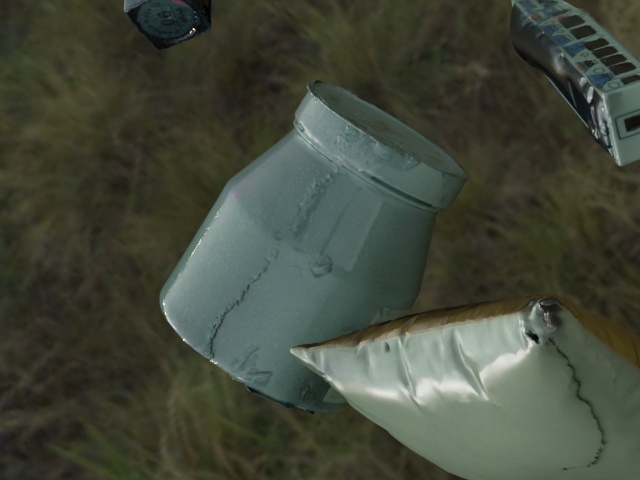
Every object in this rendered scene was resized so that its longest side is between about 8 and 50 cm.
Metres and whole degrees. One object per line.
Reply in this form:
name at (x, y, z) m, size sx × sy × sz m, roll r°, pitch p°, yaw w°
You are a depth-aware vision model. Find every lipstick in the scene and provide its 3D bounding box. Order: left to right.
lipstick at (-0.116, -0.283, 1.192) m, size 0.051 × 0.051 × 0.312 m, roll -21°, pitch 49°, yaw 22°

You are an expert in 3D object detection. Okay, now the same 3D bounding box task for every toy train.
toy train at (0.149, -0.101, 0.866) m, size 0.047 × 0.043 × 0.207 m, roll -19°, pitch 25°, yaw 0°

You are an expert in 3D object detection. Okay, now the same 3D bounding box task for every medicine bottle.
medicine bottle at (0.000, 0.000, 1.610) m, size 0.290 × 0.245 × 0.245 m, roll -59°, pitch 43°, yaw 15°

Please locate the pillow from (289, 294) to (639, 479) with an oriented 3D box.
pillow at (0.177, 0.136, 1.223) m, size 0.310 × 0.312 × 0.119 m, roll -11°, pitch 55°, yaw 52°
